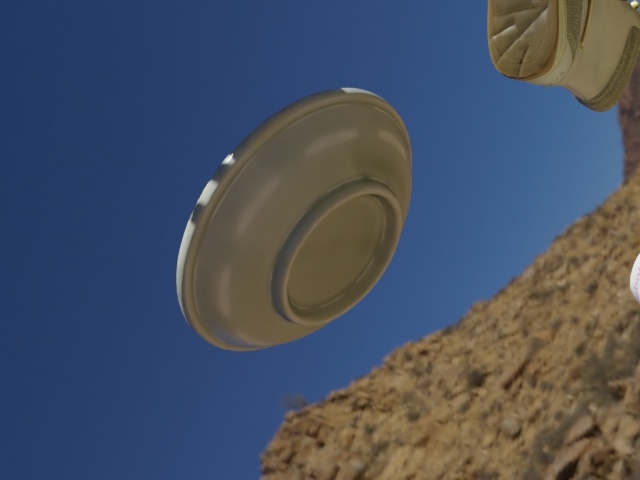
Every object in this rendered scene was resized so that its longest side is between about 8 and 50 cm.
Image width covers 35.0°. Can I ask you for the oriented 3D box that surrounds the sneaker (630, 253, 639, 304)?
[{"bbox_3d":[0.271,0.060,0.619,0.305,0.152,0.114,-57,-36,-66],"label":"sneaker"}]

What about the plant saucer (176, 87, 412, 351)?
[{"bbox_3d":[0.000,0.000,1.337,0.400,0.100,0.400,-31,-39,-29],"label":"plant saucer"}]

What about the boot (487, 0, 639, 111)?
[{"bbox_3d":[0.203,-0.219,0.814,0.165,0.077,0.213,8,-95,-51],"label":"boot"}]
